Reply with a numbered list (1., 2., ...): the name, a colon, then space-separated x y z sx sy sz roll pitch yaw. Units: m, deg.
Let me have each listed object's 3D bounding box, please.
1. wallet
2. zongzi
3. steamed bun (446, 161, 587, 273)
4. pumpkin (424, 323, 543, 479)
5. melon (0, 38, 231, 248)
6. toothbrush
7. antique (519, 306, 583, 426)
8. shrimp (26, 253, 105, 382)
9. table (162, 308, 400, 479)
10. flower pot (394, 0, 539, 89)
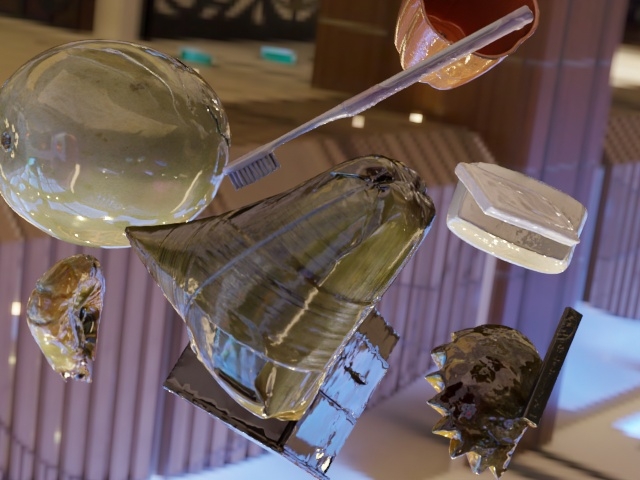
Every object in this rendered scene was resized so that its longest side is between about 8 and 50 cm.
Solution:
1. wallet: 0.273 -0.049 1.989 0.183 0.032 0.124 20 -156 -34
2. zongzi: -0.059 -0.013 1.396 0.138 0.286 0.300 12 -152 -52
3. steamed bun: 0.355 -0.040 2.610 0.241 0.146 0.164 22 171 3
4. pumpkin: 0.256 0.227 2.219 0.130 0.254 0.149 15 145 -39
5. melon: -0.263 -0.121 1.830 0.268 0.269 0.330 19 -165 41
6. toothbrush: 0.060 -0.145 1.459 0.354 0.029 0.024 -28 -163 5
7. antique: 0.353 0.192 2.179 0.031 0.192 0.015 31 164 -21
8. shrimp: -0.359 0.121 2.074 0.061 0.267 0.145 22 -129 25
9. table: -0.033 0.137 1.597 0.172 0.193 0.169 26 170 25
10. flower pot: 0.196 -0.311 2.048 0.190 0.191 0.173 3 160 -15
